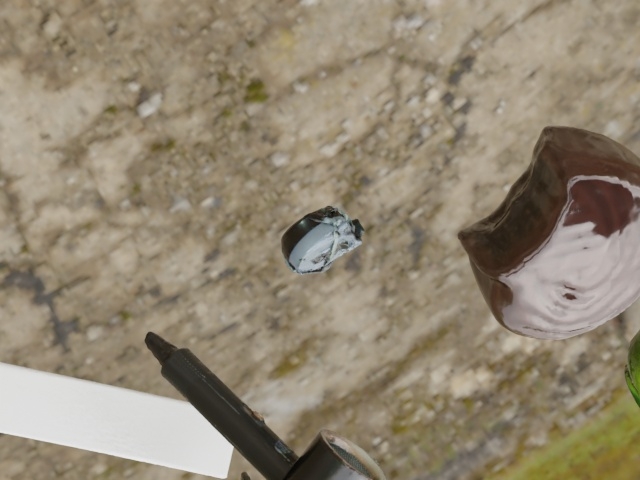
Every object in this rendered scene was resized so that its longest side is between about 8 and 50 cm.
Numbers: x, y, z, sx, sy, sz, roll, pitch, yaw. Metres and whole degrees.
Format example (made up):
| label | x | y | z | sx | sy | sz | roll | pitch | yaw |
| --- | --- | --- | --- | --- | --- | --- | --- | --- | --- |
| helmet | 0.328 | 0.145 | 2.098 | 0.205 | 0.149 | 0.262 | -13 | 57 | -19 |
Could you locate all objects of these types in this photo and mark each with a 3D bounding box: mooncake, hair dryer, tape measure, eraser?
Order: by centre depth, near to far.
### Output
| label | x | y | z | sx | sy | sz | roll | pitch | yaw |
| --- | --- | --- | --- | --- | --- | --- | --- | --- | --- |
| hair dryer | -0.075 | 0.174 | 1.057 | 0.128 | 0.255 | 0.070 | -54 | 154 | 6 |
| eraser | -0.248 | 0.205 | 1.408 | 0.298 | 0.078 | 0.076 | 14 | 169 | -14 |
| tape measure | -0.001 | 0.000 | 1.414 | 0.091 | 0.054 | 0.094 | -37 | 161 | 14 |
| mooncake | 0.386 | -0.012 | 1.906 | 0.326 | 0.174 | 0.334 | -26 | 130 | 3 |

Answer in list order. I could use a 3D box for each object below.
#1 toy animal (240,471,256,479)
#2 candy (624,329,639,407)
| label | x | y | z | sx | sy | sz | roll | pitch | yaw |
| --- | --- | --- | --- | --- | --- | --- | --- | --- | --- |
| toy animal | -0.037 | 0.352 | 1.489 | 0.245 | 0.146 | 0.114 | -10 | 144 | 21 |
| candy | 0.236 | -0.005 | 0.728 | 0.069 | 0.246 | 0.149 | -7 | 150 | 35 |
